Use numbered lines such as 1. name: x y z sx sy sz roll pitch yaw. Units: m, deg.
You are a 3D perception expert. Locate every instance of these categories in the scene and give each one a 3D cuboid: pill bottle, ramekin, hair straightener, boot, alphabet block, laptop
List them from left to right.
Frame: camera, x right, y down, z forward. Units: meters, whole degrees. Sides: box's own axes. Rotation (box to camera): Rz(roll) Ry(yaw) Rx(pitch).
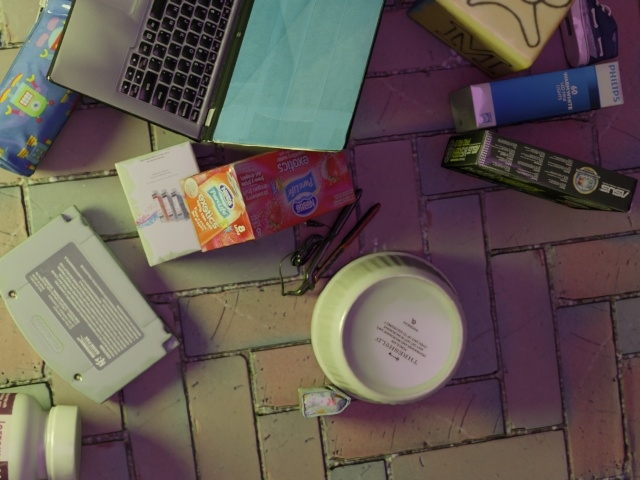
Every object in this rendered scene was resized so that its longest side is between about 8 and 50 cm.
1. pill bottle: -0.538 0.327 1.646 0.301 0.169 0.169 0 93 -8
2. laptop: -0.142 -0.362 1.578 0.408 0.236 0.382 21 76 -24
3. hair straightener: 0.000 0.000 1.776 0.089 0.047 0.230 40 91 -8
4. ramekin: 0.126 0.154 1.756 0.273 0.127 0.273 0 93 -9
5. alphabet block: 0.291 -0.406 1.717 0.197 0.193 0.192 35 89 -9
6. boot: 0.466 -0.403 1.812 0.086 0.069 0.190 -15 103 -14

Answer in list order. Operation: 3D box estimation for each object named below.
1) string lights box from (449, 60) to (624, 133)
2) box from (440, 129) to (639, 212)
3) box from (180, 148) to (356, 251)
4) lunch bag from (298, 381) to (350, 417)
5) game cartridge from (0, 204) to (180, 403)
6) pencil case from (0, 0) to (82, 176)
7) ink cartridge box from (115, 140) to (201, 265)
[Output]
1. string lights box: 0.366 -0.242 1.766 0.259 0.133 0.077 -11 94 -8
2. box: 0.359 -0.113 1.731 0.270 0.216 0.060 16 91 -10
3. box: -0.079 -0.079 1.648 0.257 0.128 0.123 -23 98 -47
4. lunch bag: 0.006 0.272 1.773 0.083 0.071 0.053 -3 90 -6
5. game cartridge: -0.397 0.114 1.715 0.196 0.060 0.294 -37 97 -8
6. pencil case: -0.444 -0.255 1.651 0.133 0.119 0.306 31 88 -20
7. ink cartridge box: -0.245 -0.060 1.688 0.127 0.128 0.176 -18 97 -7
